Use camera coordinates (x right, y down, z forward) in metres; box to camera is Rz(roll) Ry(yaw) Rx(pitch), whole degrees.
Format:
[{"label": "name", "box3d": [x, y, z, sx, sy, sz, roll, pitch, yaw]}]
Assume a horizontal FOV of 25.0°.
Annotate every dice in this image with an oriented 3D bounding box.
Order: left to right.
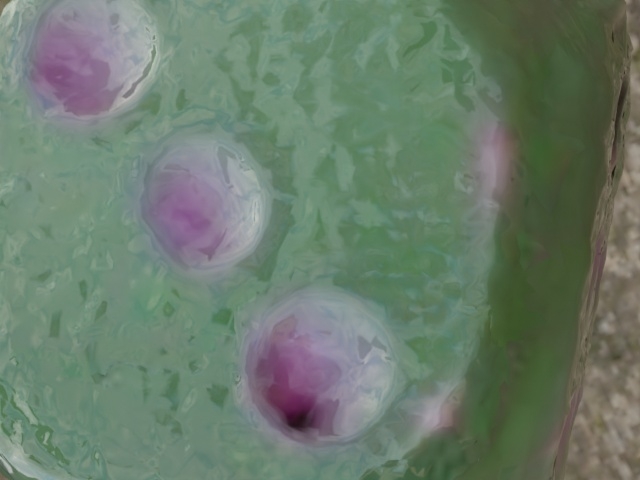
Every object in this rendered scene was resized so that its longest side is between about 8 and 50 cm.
[{"label": "dice", "box3d": [0.000, 0.000, 0.827, 0.318, 0.330, 0.322, 17, -97, -73]}]
